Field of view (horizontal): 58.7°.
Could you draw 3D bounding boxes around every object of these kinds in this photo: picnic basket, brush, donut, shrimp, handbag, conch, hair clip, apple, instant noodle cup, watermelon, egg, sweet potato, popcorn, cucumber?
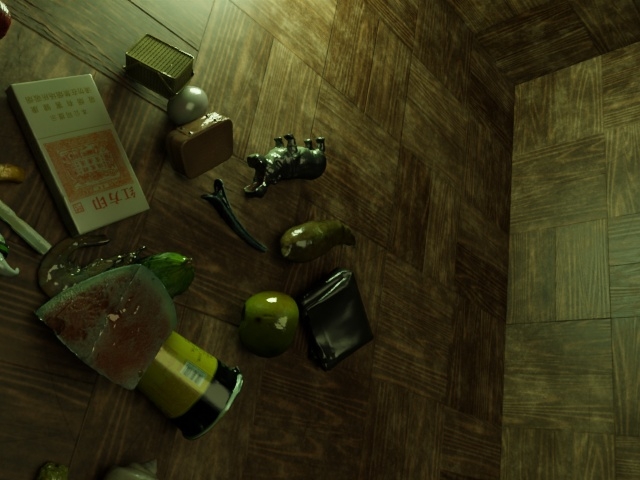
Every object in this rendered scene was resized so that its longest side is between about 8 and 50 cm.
[{"bbox_3d":[-0.431,-0.465,1.523,0.164,0.079,0.115,27,55,-1],"label":"picnic basket"},{"bbox_3d":[-0.672,-0.036,1.259,0.178,0.030,0.033,47,57,-15],"label":"brush"},{"bbox_3d":[-0.696,-0.143,1.255,0.083,0.067,0.038,26,50,-77],"label":"donut"},{"bbox_3d":[-0.546,0.048,1.350,0.145,0.059,0.254,51,54,-3],"label":"shrimp"},{"bbox_3d":[-0.330,-0.262,1.591,0.193,0.072,0.151,-41,146,-36],"label":"handbag"},{"bbox_3d":[-0.468,0.596,1.284,0.255,0.127,0.158,-38,141,-22],"label":"conch"},{"bbox_3d":[-0.252,-0.054,1.704,0.275,0.048,0.083,56,45,-29],"label":"hair clip"},{"bbox_3d":[-0.150,0.237,1.637,0.156,0.196,0.196,15,68,-13],"label":"apple"},{"bbox_3d":[-0.344,0.339,1.404,0.236,0.215,0.215,46,51,-21],"label":"instant noodle cup"},{"bbox_3d":[-0.450,0.192,1.244,0.213,0.261,0.201,57,5,-40],"label":"watermelon"},{"bbox_3d":[-0.372,-0.377,1.597,0.103,0.103,0.135,54,45,-24],"label":"egg"},{"bbox_3d":[0.000,-0.005,1.902,0.422,0.130,0.131,-12,90,-56],"label":"sweet potato"},{"bbox_3d":[0.042,0.259,1.887,0.257,0.113,0.285,-31,111,-40],"label":"handbag"},{"bbox_3d":[-0.569,0.512,1.219,0.060,0.068,0.083,-65,169,-5],"label":"popcorn"},{"bbox_3d":[-0.378,0.084,1.389,0.134,0.244,0.134,16,65,-38],"label":"cucumber"}]

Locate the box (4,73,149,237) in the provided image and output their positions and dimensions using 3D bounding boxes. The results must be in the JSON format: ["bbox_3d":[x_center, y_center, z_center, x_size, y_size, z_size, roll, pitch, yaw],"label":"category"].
[{"bbox_3d":[-0.575,-0.208,1.369,0.204,0.051,0.365,-29,100,-47],"label":"box"}]

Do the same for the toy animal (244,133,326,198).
[{"bbox_3d":[-0.121,-0.252,1.840,0.343,0.106,0.168,-24,106,-41],"label":"toy animal"}]

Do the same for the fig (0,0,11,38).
[{"bbox_3d":[-0.740,-0.506,1.230,0.119,0.119,0.153,-11,87,-47],"label":"fig"}]

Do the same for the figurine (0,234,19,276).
[{"bbox_3d":[-0.693,0.041,1.157,0.147,0.126,0.192,58,24,-73],"label":"figurine"}]
